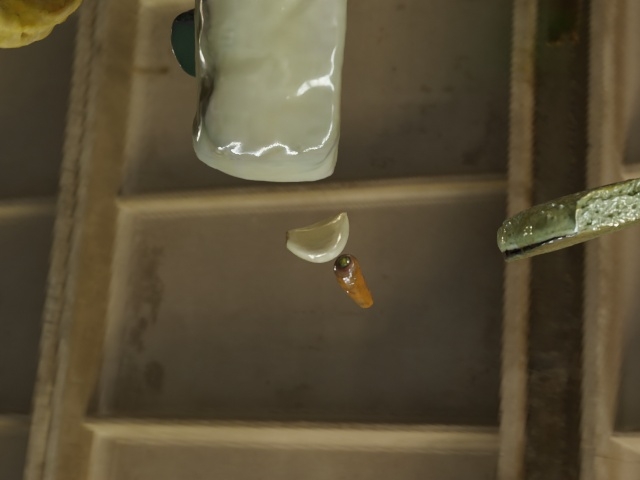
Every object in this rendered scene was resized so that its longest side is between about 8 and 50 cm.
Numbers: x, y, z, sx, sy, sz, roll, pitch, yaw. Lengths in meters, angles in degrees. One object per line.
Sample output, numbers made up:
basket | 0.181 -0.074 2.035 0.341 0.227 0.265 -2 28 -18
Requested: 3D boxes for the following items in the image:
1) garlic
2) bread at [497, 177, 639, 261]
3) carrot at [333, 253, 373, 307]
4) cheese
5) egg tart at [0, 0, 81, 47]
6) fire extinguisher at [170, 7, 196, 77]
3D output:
garlic | 0.000 0.000 1.450 0.041 0.083 0.053 137 -63 -70
bread | 0.309 -0.030 1.365 0.207 0.286 0.056 -22 -98 56
carrot | 0.038 0.047 1.368 0.032 0.093 0.032 -9 -123 14
cheese | -0.034 -0.198 0.898 0.318 0.115 0.326 100 -10 -57
egg tart | -0.357 -0.351 1.094 0.169 0.388 0.388 -12 -111 33
fire extinguisher | -0.073 -0.332 1.772 0.095 0.311 0.114 51 -42 10
